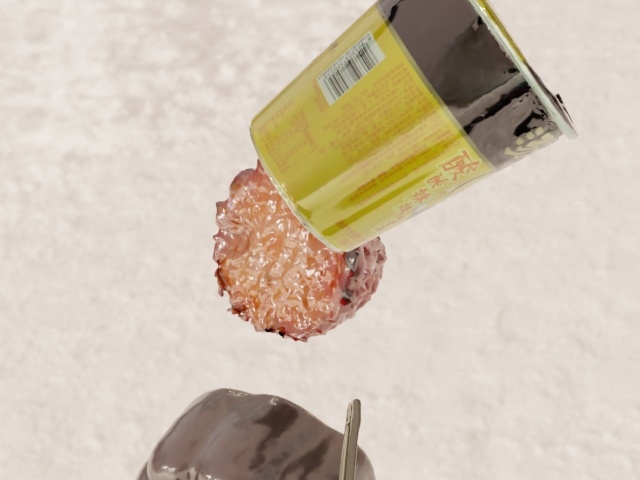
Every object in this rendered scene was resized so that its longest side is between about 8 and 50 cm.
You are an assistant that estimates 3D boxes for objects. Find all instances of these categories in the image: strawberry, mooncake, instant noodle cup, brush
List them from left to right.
[{"bbox_3d":[-0.081,0.334,1.382,0.306,0.306,0.154,6,34,29],"label":"mooncake"},{"bbox_3d":[0.000,0.000,1.333,0.234,0.234,0.178,12,16,36],"label":"strawberry"},{"bbox_3d":[0.031,0.247,1.063,0.027,0.034,0.190,12,65,-14],"label":"brush"},{"bbox_3d":[0.071,-0.114,0.963,0.236,0.215,0.215,-34,27,13],"label":"instant noodle cup"}]
